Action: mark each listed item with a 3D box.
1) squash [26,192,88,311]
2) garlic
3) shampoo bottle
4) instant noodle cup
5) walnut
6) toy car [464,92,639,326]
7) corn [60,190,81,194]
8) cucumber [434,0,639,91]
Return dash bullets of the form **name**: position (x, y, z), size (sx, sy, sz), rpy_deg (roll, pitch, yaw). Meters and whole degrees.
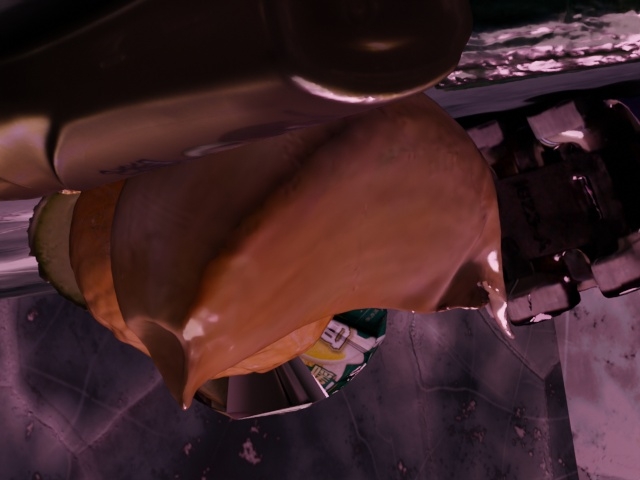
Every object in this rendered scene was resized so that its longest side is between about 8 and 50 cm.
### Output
- **squash**: position (-0.167, 0.004, 1.653), size (0.123, 0.123, 0.186), rpy_deg (-9, 176, 6)
- **garlic**: position (0.008, -0.015, 1.243), size (0.151, 0.196, 0.338), rpy_deg (9, -169, 41)
- **shampoo bottle**: position (-0.081, -0.074, 0.920), size (0.125, 0.084, 0.350), rpy_deg (-8, 178, -38)
- **instant noodle cup**: position (-0.046, 0.040, 1.835), size (0.240, 0.240, 0.178), rpy_deg (-9, -176, 7)
- **walnut**: position (-0.077, 0.004, 1.381), size (0.195, 0.195, 0.221), rpy_deg (-9, 169, 9)
- **toy car**: position (0.220, -0.042, 1.632), size (0.158, 0.172, 0.235), rpy_deg (-27, -173, -42)
- **corn**: position (-0.185, -0.049, 1.495), size (0.028, 0.027, 0.083), rpy_deg (8, -176, 17)
- **cucumber**: position (0.112, -0.111, 0.980), size (0.115, 0.062, 0.116), rpy_deg (-6, 176, 19)
